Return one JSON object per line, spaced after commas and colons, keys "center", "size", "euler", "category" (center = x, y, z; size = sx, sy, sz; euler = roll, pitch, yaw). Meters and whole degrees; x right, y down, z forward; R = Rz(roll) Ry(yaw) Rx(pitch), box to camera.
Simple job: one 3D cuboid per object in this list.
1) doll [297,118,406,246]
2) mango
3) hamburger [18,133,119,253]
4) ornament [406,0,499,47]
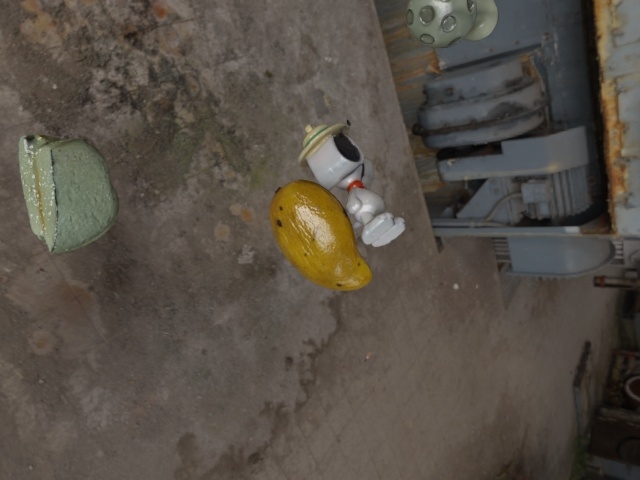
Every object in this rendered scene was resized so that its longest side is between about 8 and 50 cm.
{"center": [0.063, -0.127, 0.901], "size": [0.208, 0.144, 0.271], "euler": [30, 30, -31], "category": "doll"}
{"center": [-0.002, 0.001, 0.856], "size": [0.262, 0.157, 0.109], "euler": [54, 23, -8], "category": "mango"}
{"center": [-0.261, -0.050, 0.466], "size": [0.084, 0.054, 0.121], "euler": [-20, 111, -64], "category": "hamburger"}
{"center": [0.153, -0.263, 0.511], "size": [0.074, 0.081, 0.156], "euler": [51, 43, 2], "category": "ornament"}
